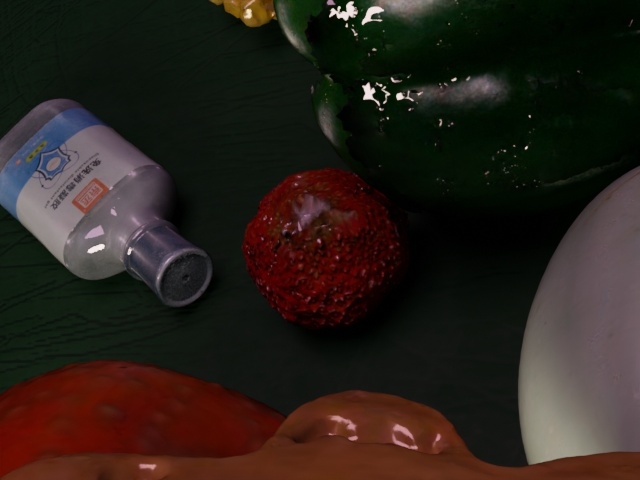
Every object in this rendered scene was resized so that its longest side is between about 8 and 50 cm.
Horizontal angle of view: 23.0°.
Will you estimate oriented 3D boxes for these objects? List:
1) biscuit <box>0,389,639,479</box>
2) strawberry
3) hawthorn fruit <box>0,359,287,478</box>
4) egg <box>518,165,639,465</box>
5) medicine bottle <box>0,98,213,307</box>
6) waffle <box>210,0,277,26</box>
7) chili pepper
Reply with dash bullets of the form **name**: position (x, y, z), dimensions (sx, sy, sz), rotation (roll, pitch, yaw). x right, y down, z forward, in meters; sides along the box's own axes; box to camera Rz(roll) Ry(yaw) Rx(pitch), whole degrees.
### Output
- **biscuit**: position (0.054, 0.139, 0.506), dimensions (0.355, 0.052, 0.275), rotation (4, 31, -1)
- **strawberry**: position (0.000, 0.001, 0.905), dimensions (0.106, 0.106, 0.106), rotation (-16, 49, 19)
- **hawthorn fruit**: position (-0.097, 0.185, 0.696), dimensions (0.275, 0.275, 0.299), rotation (-5, 44, 26)
- **egg**: position (0.175, 0.057, 0.707), dimensions (0.168, 0.168, 0.231), rotation (-7, 45, 25)
- **medicine bottle**: position (-0.144, -0.023, 1.033), dimensions (0.090, 0.053, 0.208), rotation (-45, 47, -9)
- **waffle**: position (0.056, -0.270, 1.114), dimensions (0.307, 0.060, 0.311), rotation (-14, 50, 18)
- **chili pepper**: position (0.112, -0.148, 0.869), dimensions (0.257, 0.233, 0.248), rotation (-12, 55, 10)
